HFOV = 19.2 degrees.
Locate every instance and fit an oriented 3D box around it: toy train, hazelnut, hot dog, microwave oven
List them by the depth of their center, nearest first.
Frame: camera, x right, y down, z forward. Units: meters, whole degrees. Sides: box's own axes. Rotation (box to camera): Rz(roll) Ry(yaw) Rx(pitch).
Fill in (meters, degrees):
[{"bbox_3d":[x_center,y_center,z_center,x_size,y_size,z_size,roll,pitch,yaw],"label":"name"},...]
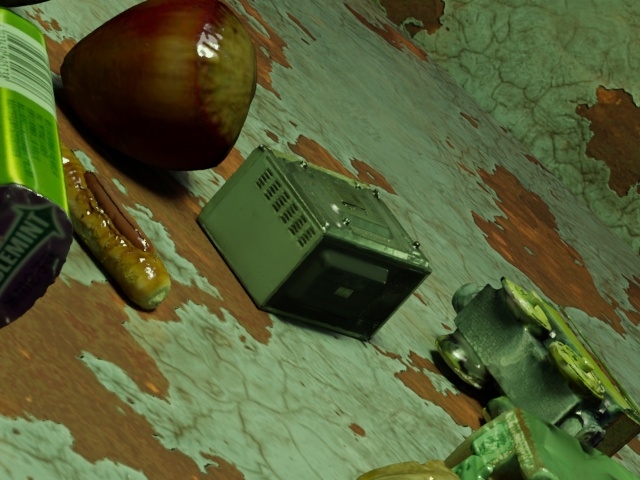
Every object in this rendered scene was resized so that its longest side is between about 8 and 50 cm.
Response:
[{"bbox_3d":[-0.204,-0.024,1.763,0.215,0.047,0.066,50,16,26],"label":"hot dog"},{"bbox_3d":[0.250,0.292,1.798,0.326,0.159,0.129,36,19,-24],"label":"toy train"},{"bbox_3d":[-0.171,-0.169,1.998,0.208,0.208,0.208,38,17,-14],"label":"hazelnut"},{"bbox_3d":[0.000,0.000,2.021,0.205,0.129,0.163,18,28,-52],"label":"microwave oven"},{"bbox_3d":[0.249,0.159,2.187,0.177,0.134,0.261,35,16,-51],"label":"toy train"}]

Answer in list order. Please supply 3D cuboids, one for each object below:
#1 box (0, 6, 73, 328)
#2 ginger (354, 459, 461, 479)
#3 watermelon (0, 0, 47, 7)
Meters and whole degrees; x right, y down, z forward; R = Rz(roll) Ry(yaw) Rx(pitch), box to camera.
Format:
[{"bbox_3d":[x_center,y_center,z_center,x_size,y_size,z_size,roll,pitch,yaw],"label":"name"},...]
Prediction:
[{"bbox_3d":[-0.273,-0.069,1.570,0.097,0.134,0.345,29,20,-25],"label":"box"},{"bbox_3d":[0.048,0.252,1.494,0.190,0.126,0.354,39,17,11],"label":"ginger"},{"bbox_3d":[-0.352,-0.381,1.927,0.359,0.279,0.279,19,28,-50],"label":"watermelon"}]
